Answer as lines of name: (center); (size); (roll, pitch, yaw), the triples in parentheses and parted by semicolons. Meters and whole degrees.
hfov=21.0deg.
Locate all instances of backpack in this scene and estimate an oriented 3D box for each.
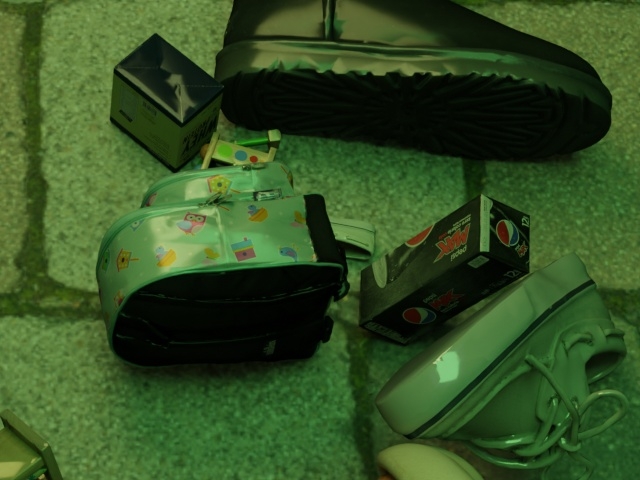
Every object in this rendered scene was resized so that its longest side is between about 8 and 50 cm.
backpack: (-0.090, 0.025, 1.408); (0.188, 0.166, 0.144); (-11, 62, -19)

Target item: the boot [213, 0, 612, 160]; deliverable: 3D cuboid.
boot: (0.097, -0.312, 1.630); (0.367, 0.146, 0.445); (7, 63, -5)

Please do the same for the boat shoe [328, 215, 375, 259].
boat shoe: (0.000, 0.000, 1.516); (0.100, 0.035, 0.035); (8, 57, -13)

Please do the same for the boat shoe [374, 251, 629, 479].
boat shoe: (0.167, 0.121, 1.351); (0.156, 0.136, 0.367); (54, 21, 7)

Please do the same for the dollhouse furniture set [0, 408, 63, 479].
dollhouse furniture set: (-0.312, 0.204, 1.331); (0.182, 0.101, 0.161); (-37, 48, -25)

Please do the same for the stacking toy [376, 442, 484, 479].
stacking toy: (-0.012, 0.399, 1.180); (0.480, 0.350, 0.351); (-35, 70, -6)

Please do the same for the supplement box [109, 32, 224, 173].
supplement box: (-0.137, -0.121, 1.531); (0.083, 0.083, 0.056); (39, 62, 13)

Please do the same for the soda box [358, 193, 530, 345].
soda box: (0.101, 0.026, 1.438); (0.053, 0.169, 0.060); (22, 55, -28)

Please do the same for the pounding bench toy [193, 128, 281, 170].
pounding bench toy: (-0.075, -0.068, 1.530); (0.065, 0.052, 0.083); (17, 59, 0)
